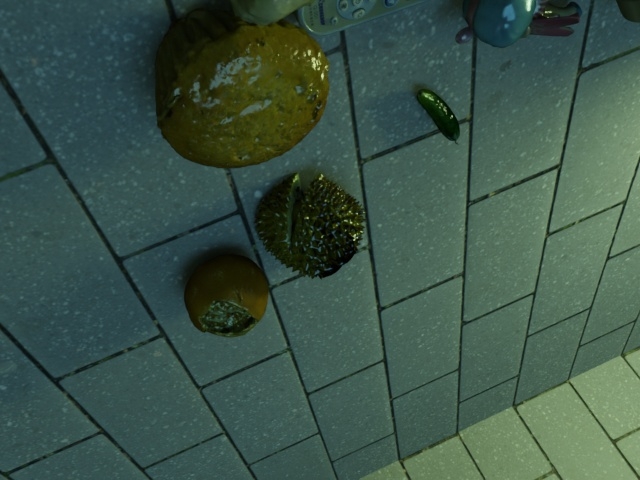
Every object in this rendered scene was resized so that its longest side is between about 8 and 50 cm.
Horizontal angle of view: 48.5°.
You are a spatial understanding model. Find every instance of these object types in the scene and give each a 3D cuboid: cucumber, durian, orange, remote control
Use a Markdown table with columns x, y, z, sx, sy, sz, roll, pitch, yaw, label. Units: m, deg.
| x | y | z | sx | sy | sz | roll | pitch | yaw | label |
| --- | --- | --- | --- | --- | --- | --- | --- | --- | --- |
| 0.204 | -0.214 | 1.207 | 0.039 | 0.039 | 0.168 | -39 | 140 | 13 | cucumber |
| 0.000 | 0.000 | 1.248 | 0.193 | 0.137 | 0.237 | -40 | 143 | 15 | durian |
| -0.164 | 0.101 | 1.267 | 0.155 | 0.134 | 0.154 | -23 | 143 | -19 | orange |
| 0.077 | -0.347 | 0.961 | 0.244 | 0.047 | 0.087 | -21 | 140 | -9 | remote control |

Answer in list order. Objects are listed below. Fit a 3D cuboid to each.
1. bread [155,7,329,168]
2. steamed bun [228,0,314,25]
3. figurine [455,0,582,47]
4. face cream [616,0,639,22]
| x | y | z | sx | sy | sz | roll | pitch | yaw | label |
| --- | --- | --- | --- | --- | --- | --- | --- | --- | --- |
| -0.105 | -0.199 | 0.940 | 0.240 | 0.139 | 0.239 | -18 | 142 | -14 | bread |
| -0.054 | -0.363 | 0.712 | 0.373 | 0.230 | 0.324 | -1 | 139 | -35 | steamed bun |
| 0.324 | -0.366 | 1.052 | 0.260 | 0.103 | 0.205 | -15 | 144 | -33 | figurine |
| 0.440 | -0.463 | 1.039 | 0.137 | 0.084 | 0.341 | -30 | 138 | 19 | face cream |
